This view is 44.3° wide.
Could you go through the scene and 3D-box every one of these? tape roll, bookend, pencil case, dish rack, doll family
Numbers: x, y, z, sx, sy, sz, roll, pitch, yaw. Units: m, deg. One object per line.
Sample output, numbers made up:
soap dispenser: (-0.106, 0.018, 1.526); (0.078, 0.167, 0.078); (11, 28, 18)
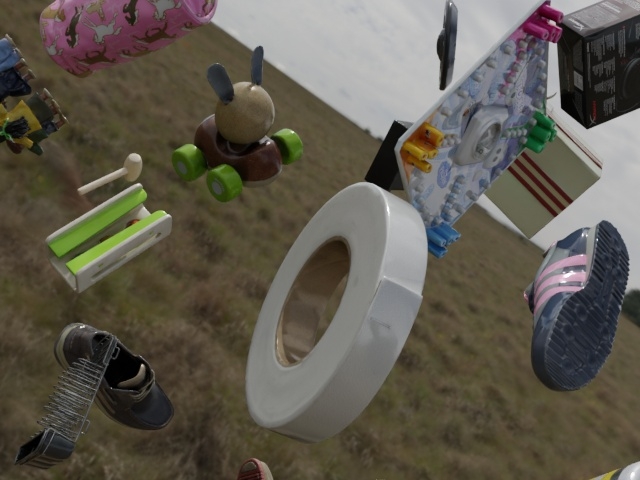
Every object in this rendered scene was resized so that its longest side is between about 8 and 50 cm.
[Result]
tape roll: (0.013, 0.100, 1.150); (0.072, 0.392, 0.392); (27, 9, -21)
bookend: (0.203, -0.188, 1.810); (0.072, 0.156, 0.157); (40, 27, 30)
pencil case: (-0.391, -0.457, 1.579); (0.160, 0.386, 0.167); (37, 48, -47)
dish rack: (-0.480, 0.304, 1.512); (0.074, 0.272, 0.208); (30, -34, -20)
doll family: (-0.444, -0.197, 1.110); (0.076, 0.111, 0.193); (31, -25, 57)

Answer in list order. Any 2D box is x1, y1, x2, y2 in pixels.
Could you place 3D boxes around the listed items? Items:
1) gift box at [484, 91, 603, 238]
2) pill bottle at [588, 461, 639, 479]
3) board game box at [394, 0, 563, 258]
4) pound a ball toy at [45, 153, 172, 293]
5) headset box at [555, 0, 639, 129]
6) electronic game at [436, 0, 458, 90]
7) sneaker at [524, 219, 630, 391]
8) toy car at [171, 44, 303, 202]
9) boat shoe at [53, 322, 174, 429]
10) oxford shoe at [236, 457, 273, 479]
gift box: (0.512, -0.204, 1.870); (0.258, 0.276, 0.255); (44, 22, 3)
pill bottle: (0.266, 0.307, 0.784); (0.119, 0.208, 0.119); (21, 49, -26)
board game box: (0.310, -0.187, 1.461); (0.050, 0.390, 0.390); (39, -13, 29)
pound a ball toy: (-0.513, -0.040, 1.902); (0.208, 0.319, 0.136); (45, -31, 13)
headset box: (0.639, -0.386, 1.596); (0.110, 0.293, 0.218); (-118, -173, -51)
electronic game: (0.321, -0.499, 2.012); (0.048, 0.229, 0.229); (4, 4, 7)
sneaker: (0.342, 0.101, 1.117); (0.112, 0.131, 0.319); (53, 46, -12)
toy car: (-0.121, -0.179, 1.117); (0.149, 0.155, 0.188); (30, -42, 30)
boat shoe: (-0.448, 0.324, 1.783); (0.130, 0.132, 0.355); (-4, -42, 42)
oxford shoe: (-0.108, 0.674, 1.806); (0.130, 0.123, 0.348); (4, 69, -45)
